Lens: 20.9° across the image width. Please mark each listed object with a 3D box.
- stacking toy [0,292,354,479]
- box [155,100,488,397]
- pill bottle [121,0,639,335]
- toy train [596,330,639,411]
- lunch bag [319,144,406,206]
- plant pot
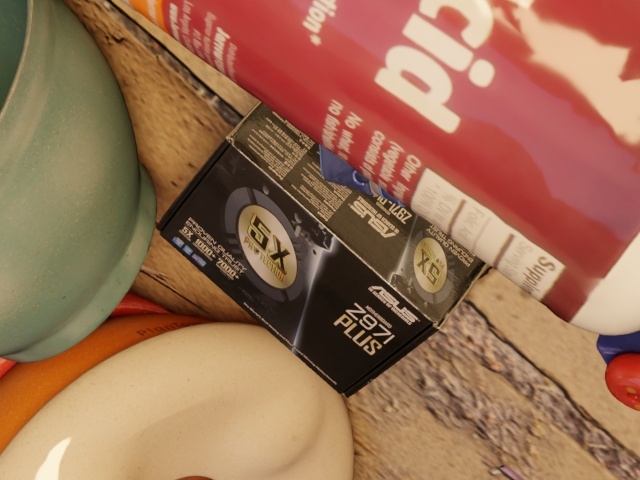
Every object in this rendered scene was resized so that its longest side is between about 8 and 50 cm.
[{"bbox_3d":[-0.233,0.133,1.415,0.480,0.351,0.350,36,153,43],"label":"stacking toy"},{"bbox_3d":[0.000,0.000,1.144,0.180,0.077,0.147,42,147,-3],"label":"box"},{"bbox_3d":[0.111,-0.098,0.779,0.392,0.224,0.224,36,147,7],"label":"pill bottle"},{"bbox_3d":[0.288,0.086,0.946,0.248,0.105,0.143,6,145,41],"label":"toy train"},{"bbox_3d":[0.045,-0.067,1.000,0.065,0.098,0.067,19,136,26],"label":"lunch bag"},{"bbox_3d":[-0.238,-0.033,1.189,0.293,0.293,0.196,3,154,43],"label":"plant pot"}]
